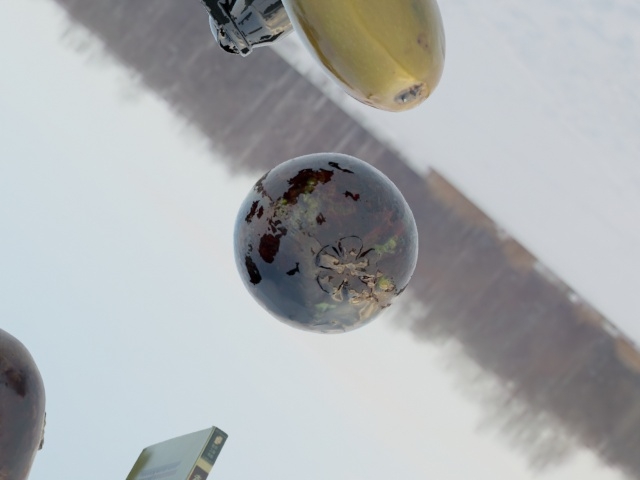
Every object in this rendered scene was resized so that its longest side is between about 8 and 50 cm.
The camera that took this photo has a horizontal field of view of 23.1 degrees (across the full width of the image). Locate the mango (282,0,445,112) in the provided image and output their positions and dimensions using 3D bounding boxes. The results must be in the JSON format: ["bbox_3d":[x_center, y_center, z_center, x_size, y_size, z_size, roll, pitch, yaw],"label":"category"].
[{"bbox_3d":[0.017,-0.218,1.265,0.253,0.113,0.138,61,-165,2],"label":"mango"}]

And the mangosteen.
[{"bbox_3d":[0.000,0.000,1.986,0.231,0.231,0.289,40,179,-11],"label":"mangosteen"}]

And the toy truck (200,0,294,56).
[{"bbox_3d":[-0.035,-0.320,1.856,0.147,0.224,0.165,55,-166,-56],"label":"toy truck"}]

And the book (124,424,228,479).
[{"bbox_3d":[-0.187,0.297,1.579,0.026,0.231,0.161,39,148,-19],"label":"book"}]

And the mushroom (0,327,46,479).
[{"bbox_3d":[-0.481,0.250,2.055,0.278,0.297,0.163,11,176,-28],"label":"mushroom"}]
